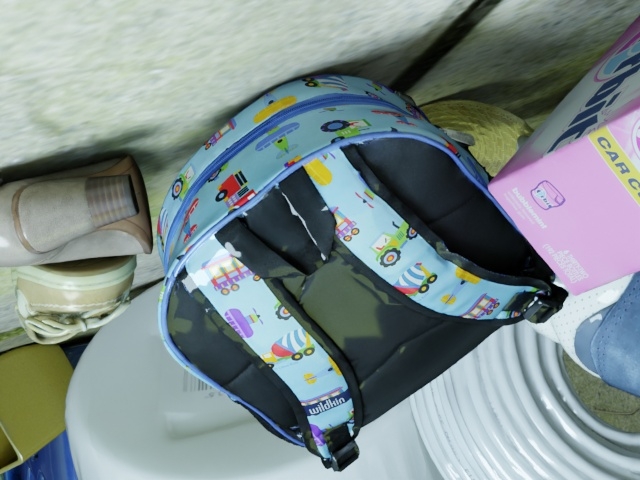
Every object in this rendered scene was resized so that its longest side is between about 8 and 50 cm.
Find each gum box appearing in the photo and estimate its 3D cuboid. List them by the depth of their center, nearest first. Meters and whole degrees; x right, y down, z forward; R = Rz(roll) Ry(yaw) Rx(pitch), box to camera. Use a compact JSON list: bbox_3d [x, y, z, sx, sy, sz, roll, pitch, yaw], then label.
[{"bbox_3d":[0.166,-0.068,0.618,0.188,0.062,0.107,-46,-169,-38],"label":"gum box"}]

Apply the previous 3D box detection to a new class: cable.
[{"bbox_3d":[0.181,0.077,0.904,0.257,0.257,0.089,1,163,-15],"label":"cable"}]

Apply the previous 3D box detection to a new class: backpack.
[{"bbox_3d":[0.000,0.000,0.640,0.158,0.117,0.173,-37,142,9],"label":"backpack"}]

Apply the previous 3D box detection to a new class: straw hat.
[{"bbox_3d":[0.058,-0.029,0.832,0.144,0.144,0.061,-20,-144,-11],"label":"straw hat"}]

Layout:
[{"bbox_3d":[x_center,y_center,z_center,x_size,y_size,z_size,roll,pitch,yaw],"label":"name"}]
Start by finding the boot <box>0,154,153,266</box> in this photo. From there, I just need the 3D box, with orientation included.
[{"bbox_3d":[-0.115,-0.007,0.604,0.087,0.042,0.118,-14,175,-2],"label":"boot"}]

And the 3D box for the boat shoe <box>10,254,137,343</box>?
[{"bbox_3d":[-0.118,0.028,0.690,0.056,0.048,0.153,-5,-179,-21],"label":"boat shoe"}]

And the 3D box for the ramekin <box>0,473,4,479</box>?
[{"bbox_3d":[-0.339,0.322,1.508,0.148,0.303,0.303,-29,174,-3],"label":"ramekin"}]

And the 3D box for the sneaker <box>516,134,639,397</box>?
[{"bbox_3d":[0.226,-0.042,0.757,0.323,0.236,0.130,-48,152,-36],"label":"sneaker"}]

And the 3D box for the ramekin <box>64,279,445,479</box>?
[{"bbox_3d":[-0.037,0.126,0.994,0.277,0.135,0.277,-8,-145,6],"label":"ramekin"}]

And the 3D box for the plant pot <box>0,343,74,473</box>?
[{"bbox_3d":[-0.231,0.124,1.143,0.083,0.081,0.081,-30,180,-35],"label":"plant pot"}]

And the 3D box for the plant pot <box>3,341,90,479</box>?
[{"bbox_3d":[-0.163,0.213,1.334,0.236,0.236,0.212,-2,171,-35],"label":"plant pot"}]
